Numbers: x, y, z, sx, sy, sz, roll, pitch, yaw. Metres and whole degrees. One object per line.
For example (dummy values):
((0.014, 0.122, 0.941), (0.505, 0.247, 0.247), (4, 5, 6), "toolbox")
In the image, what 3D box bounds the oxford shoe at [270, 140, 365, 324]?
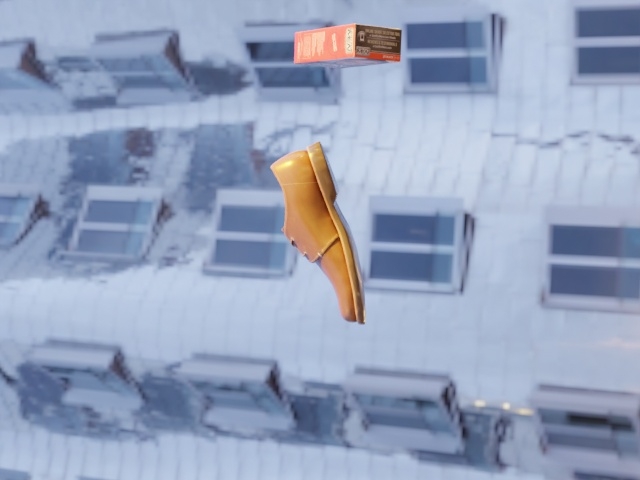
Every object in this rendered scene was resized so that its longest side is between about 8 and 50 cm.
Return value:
((0.000, 0.000, 1.464), (0.076, 0.076, 0.212), (17, -126, -85), "oxford shoe")

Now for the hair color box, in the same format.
((0.032, -0.241, 1.612), (0.072, 0.141, 0.043), (1, -88, -31), "hair color box")
